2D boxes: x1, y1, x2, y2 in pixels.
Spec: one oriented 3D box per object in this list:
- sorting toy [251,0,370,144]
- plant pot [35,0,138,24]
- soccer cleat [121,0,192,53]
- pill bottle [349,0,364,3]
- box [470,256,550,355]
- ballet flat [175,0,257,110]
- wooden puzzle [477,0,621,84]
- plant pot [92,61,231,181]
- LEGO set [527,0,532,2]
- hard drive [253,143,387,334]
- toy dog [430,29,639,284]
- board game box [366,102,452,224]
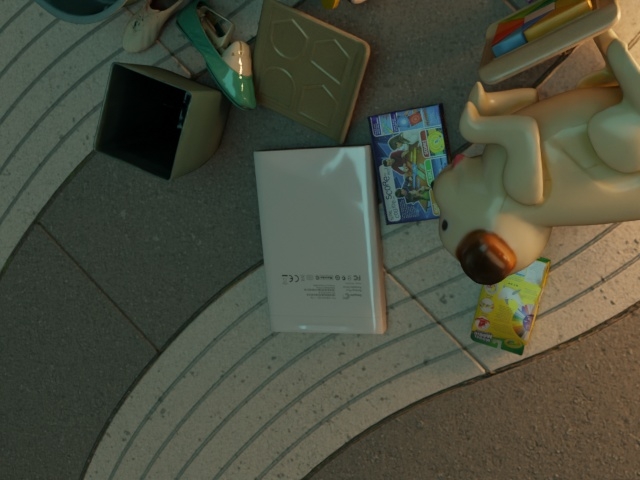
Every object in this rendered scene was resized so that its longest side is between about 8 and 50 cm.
[{"bbox_3d":[-0.014,-0.343,1.610,0.229,0.041,0.307,30,132,16],"label":"sorting toy"},{"bbox_3d":[-0.305,-0.561,1.533,0.341,0.334,0.341,15,117,31],"label":"plant pot"},{"bbox_3d":[-0.321,-0.431,1.735,0.196,0.076,0.068,-36,87,24],"label":"soccer cleat"},{"bbox_3d":[0.018,-0.534,1.553,0.246,0.130,0.130,47,113,6],"label":"pill bottle"},{"bbox_3d":[0.336,0.107,1.613,0.105,0.043,0.179,17,104,17],"label":"box"},{"bbox_3d":[-0.180,-0.354,1.674,0.087,0.083,0.247,-46,70,28],"label":"ballet flat"},{"bbox_3d":[0.349,-0.342,1.412,0.220,0.239,0.044,-23,113,24],"label":"wooden puzzle"},{"bbox_3d":[-0.271,-0.227,1.672,0.165,0.234,0.166,23,108,15],"label":"plant pot"},{"bbox_3d":[0.391,-0.491,1.441,0.227,0.087,0.093,-38,87,22],"label":"LEGO set"},{"bbox_3d":[0.000,0.000,1.718,0.232,0.047,0.353,-1,102,22],"label":"hard drive"},{"bbox_3d":[0.367,-0.106,1.455,0.407,0.285,0.395,-33,114,22],"label":"toy dog"},{"bbox_3d":[0.167,-0.135,1.631,0.136,0.035,0.201,-7,99,22],"label":"board game box"}]
